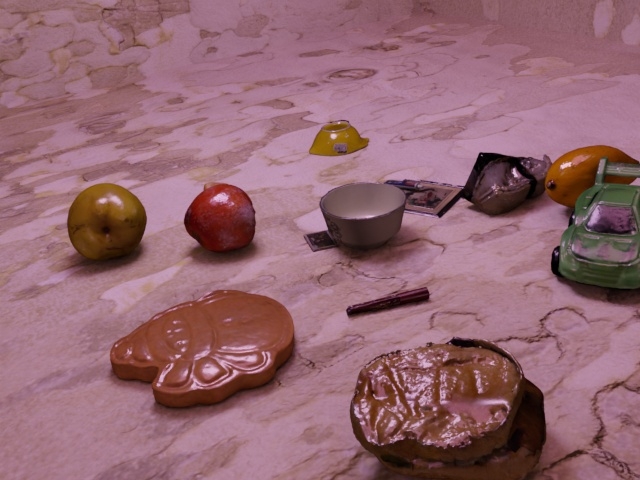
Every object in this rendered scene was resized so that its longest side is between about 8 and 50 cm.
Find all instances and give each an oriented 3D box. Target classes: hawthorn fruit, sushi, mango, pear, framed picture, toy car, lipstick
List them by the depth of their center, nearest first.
[{"bbox_3d":[0.137,0.127,1.533,0.177,0.027,0.027,-12,28,-9],"label":"lipstick"},{"bbox_3d":[0.630,-0.034,1.586,0.214,0.176,0.359,10,32,30],"label":"toy car"},{"bbox_3d":[-0.241,-0.053,1.801,0.173,0.172,0.173,-4,27,2],"label":"hawthorn fruit"},{"bbox_3d":[-0.520,-0.048,1.820,0.200,0.199,0.200,-4,27,2],"label":"pear"},{"bbox_3d":[0.000,0.000,1.821,0.066,0.006,0.089,-11,28,-12],"label":"framed picture"},{"bbox_3d":[0.669,-0.157,1.824,0.317,0.176,0.119,-8,52,-33],"label":"mango"},{"bbox_3d":[0.509,-0.140,1.904,0.273,0.134,0.109,-2,37,-27],"label":"sushi"},{"bbox_3d":[0.268,-0.118,1.996,0.200,0.010,0.195,11,32,30],"label":"framed picture"}]

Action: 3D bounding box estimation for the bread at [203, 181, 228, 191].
[{"bbox_3d":[-0.276,-0.114,2.041,0.082,0.056,0.115,-6,34,-26],"label":"bread"}]

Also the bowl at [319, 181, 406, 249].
[{"bbox_3d":[0.104,-0.051,1.786,0.212,0.112,0.211,-4,27,2],"label":"bowl"}]

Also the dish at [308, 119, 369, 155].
[{"bbox_3d":[0.058,-0.333,2.381,0.208,0.080,0.149,-16,30,-17],"label":"dish"}]

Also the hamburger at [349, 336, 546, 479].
[{"bbox_3d":[0.196,0.265,1.140,0.285,0.134,0.265,-2,34,18],"label":"hamburger"}]

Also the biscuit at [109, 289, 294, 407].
[{"bbox_3d":[-0.216,0.197,1.429,0.351,0.057,0.312,-18,29,-24],"label":"biscuit"}]

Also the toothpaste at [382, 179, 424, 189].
[{"bbox_3d":[0.225,-0.153,2.040,0.140,0.021,0.037,11,31,43],"label":"toothpaste"}]
